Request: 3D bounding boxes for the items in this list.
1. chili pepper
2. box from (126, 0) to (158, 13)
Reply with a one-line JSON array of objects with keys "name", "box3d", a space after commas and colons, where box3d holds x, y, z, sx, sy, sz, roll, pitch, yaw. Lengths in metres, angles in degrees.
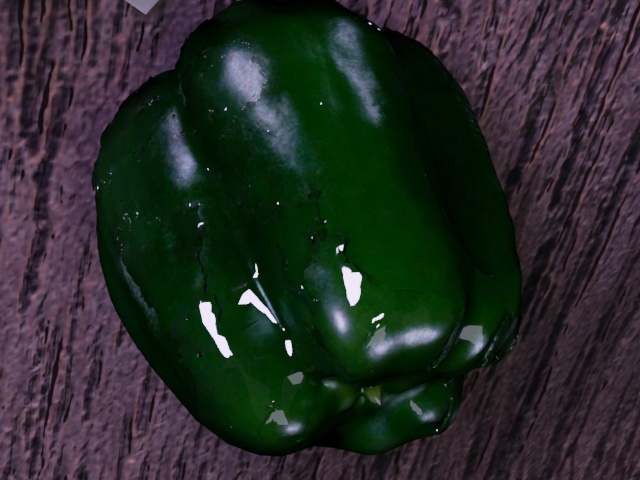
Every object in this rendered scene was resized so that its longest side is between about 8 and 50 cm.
[{"name": "chili pepper", "box3d": [0.000, 0.000, 1.132, 0.248, 0.257, 0.233, 0, 141, -35]}, {"name": "box", "box3d": [-0.076, -0.211, 1.046, 0.167, 0.024, 0.090, -46, 139, 12]}]
